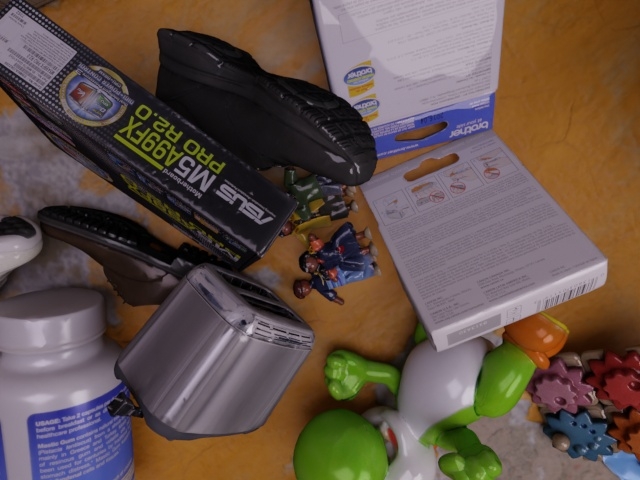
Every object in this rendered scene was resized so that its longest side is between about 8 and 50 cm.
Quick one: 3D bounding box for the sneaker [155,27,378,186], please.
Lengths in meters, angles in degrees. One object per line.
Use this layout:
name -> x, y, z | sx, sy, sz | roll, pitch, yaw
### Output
sneaker -> -0.067, -0.116, 0.488 | 0.286, 0.109, 0.130 | 34, 117, 27

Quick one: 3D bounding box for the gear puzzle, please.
gear puzzle -> 0.412, 0.194, 0.527 | 0.338, 0.044, 0.176 | -20, 104, 39

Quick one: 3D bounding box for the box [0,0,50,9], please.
box -> -0.373, -0.287, 0.455 | 0.310, 0.148, 0.121 | -24, 100, 1

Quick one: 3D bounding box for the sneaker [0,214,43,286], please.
sneaker -> -0.425, 0.062, 0.543 | 0.291, 0.110, 0.118 | -23, 111, 15

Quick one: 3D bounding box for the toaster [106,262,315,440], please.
toaster -> -0.108, 0.119, 0.513 | 0.129, 0.227, 0.147 | 37, 92, 32

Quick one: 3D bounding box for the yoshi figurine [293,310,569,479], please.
yoshi figurine -> 0.099, 0.192, 0.543 | 0.202, 0.203, 0.362 | 34, 100, 0

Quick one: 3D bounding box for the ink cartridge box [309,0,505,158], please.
ink cartridge box -> 0.086, -0.229, 0.468 | 0.185, 0.065, 0.311 | -16, 135, 2

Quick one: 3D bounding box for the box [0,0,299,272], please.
box -> -0.164, -0.072, 0.464 | 0.270, 0.216, 0.060 | 36, 75, -8

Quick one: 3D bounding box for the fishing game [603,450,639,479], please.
fishing game -> 0.463, 0.266, 0.608 | 0.188, 0.041, 0.265 | 5, 113, 13

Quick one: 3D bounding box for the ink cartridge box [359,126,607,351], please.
ink cartridge box -> 0.161, -0.012, 0.519 | 0.180, 0.225, 0.056 | -23, 138, 2

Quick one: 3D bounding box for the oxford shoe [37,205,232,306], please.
oxford shoe -> -0.227, 0.031, 0.552 | 0.227, 0.083, 0.096 | 27, 102, -6

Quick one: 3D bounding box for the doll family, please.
doll family -> 0.000, 0.000, 0.557 | 0.111, 0.076, 0.193 | -23, 104, -2

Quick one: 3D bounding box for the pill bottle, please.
pill bottle -> -0.301, 0.201, 0.546 | 0.152, 0.152, 0.273 | 1, 100, -2
